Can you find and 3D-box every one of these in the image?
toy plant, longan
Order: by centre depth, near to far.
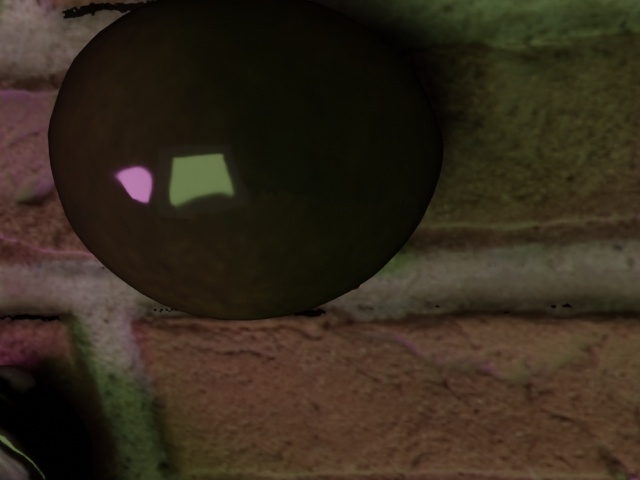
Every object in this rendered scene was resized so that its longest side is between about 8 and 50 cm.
[{"bbox_3d":[-0.055,-0.059,0.977,0.246,0.246,0.215,30,106,5],"label":"longan"},{"bbox_3d":[-0.267,0.208,1.167,0.218,0.235,0.175,21,120,10],"label":"toy plant"}]

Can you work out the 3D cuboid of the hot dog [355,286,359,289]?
[{"bbox_3d":[0.000,0.000,1.088,0.083,0.035,0.058,27,119,7],"label":"hot dog"}]
